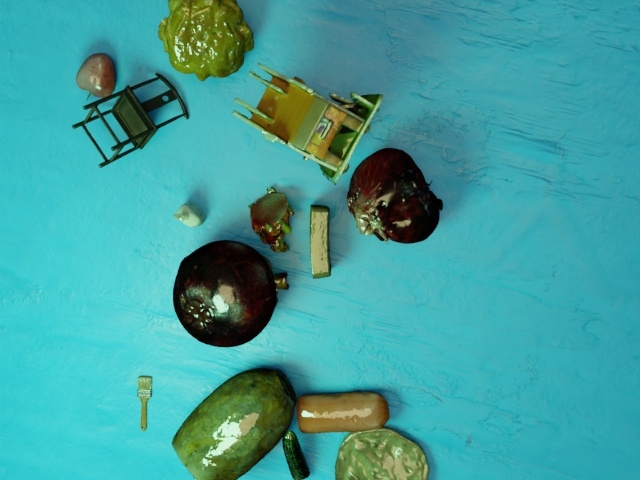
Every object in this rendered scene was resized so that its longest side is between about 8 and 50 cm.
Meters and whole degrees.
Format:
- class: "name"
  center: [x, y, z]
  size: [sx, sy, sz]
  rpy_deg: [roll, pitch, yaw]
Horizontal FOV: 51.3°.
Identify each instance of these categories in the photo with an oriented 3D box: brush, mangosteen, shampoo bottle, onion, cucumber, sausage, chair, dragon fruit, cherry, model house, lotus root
- class: "brush"
  center: [-0.519, 0.481, 1.962]
  size: [0.043, 0.014, 0.170]
  rpy_deg: [4, 98, 2]
- class: "mangosteen"
  center: [-0.248, 0.133, 1.788]
  size: [0.297, 0.293, 0.297]
  rpy_deg: [15, 137, 15]
- class: "shampoo bottle"
  center: [-0.360, -0.068, 1.819]
  size: [0.045, 0.152, 0.077]
  rpy_deg: [-44, 94, 5]
- class: "onion"
  center: [0.198, -0.103, 1.763]
  size: [0.221, 0.281, 0.281]
  rpy_deg: [-24, 96, 39]
- class: "cucumber"
  center: [-0.071, 0.606, 1.879]
  size: [0.052, 0.058, 0.215]
  rpy_deg: [12, 135, 25]
- class: "brush"
  center: [0.000, 0.000, 1.824]
  size: [0.059, 0.123, 0.197]
  rpy_deg: [-2, 97, -1]
- class: "sausage"
  center: [0.066, 0.486, 1.885]
  size: [0.259, 0.113, 0.114]
  rpy_deg: [-3, 96, 5]
- class: "chair"
  center: [-0.513, -0.331, 1.812]
  size: [0.260, 0.141, 0.155]
  rpy_deg: [-37, 96, -38]
- class: "dragon fruit"
  center: [-0.137, -0.049, 1.837]
  size: [0.138, 0.142, 0.175]
  rpy_deg: [10, 123, 40]
- class: "cherry"
  center: [-0.614, -0.449, 1.820]
  size: [0.106, 0.087, 0.127]
  rpy_deg: [-1, 99, -1]
- class: "model house"
  center: [-0.046, -0.331, 1.672]
  size: [0.312, 0.358, 0.243]
  rpy_deg: [30, 99, -11]
- class: "lotus root"
  center: [-0.222, 0.505, 1.847]
  size: [0.346, 0.250, 0.250]
  rpy_deg: [-41, 93, 0]

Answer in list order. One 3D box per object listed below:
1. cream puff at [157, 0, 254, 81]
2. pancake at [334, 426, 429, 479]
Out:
- class: "cream puff"
  center: [-0.298, -0.541, 1.737]
  size: [0.244, 0.244, 0.196]
  rpy_deg: [-50, 56, 7]
- class: "pancake"
  center: [0.174, 0.681, 1.932]
  size: [0.294, 0.049, 0.295]
  rpy_deg: [0, 93, 3]
